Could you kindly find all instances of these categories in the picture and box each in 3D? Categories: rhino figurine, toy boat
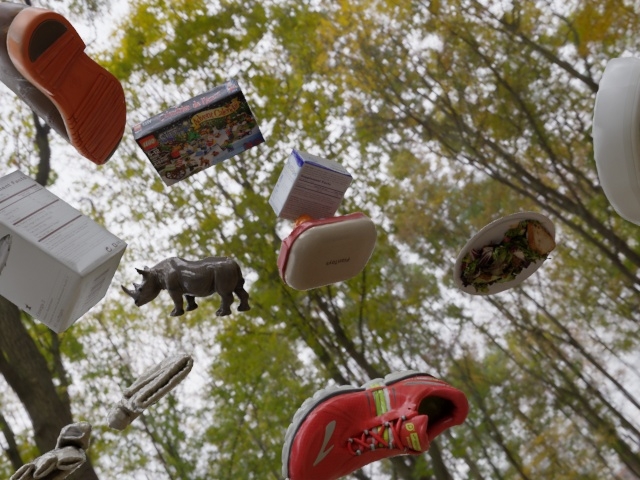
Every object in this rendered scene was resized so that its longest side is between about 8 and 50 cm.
[{"bbox_3d":[-0.252,0.082,1.293,0.073,0.243,0.106,-39,-53,-77],"label":"rhino figurine"},{"bbox_3d":[0.000,0.000,1.434,0.231,0.151,0.151,-11,-49,-37],"label":"toy boat"}]

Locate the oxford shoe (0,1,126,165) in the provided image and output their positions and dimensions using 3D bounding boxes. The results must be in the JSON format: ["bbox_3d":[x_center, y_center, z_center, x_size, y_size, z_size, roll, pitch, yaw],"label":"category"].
[{"bbox_3d":[-0.418,-0.248,1.124,0.130,0.132,0.364,-61,-16,-21],"label":"oxford shoe"}]

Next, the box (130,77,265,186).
[{"bbox_3d":[-0.247,-0.218,1.445,0.233,0.044,0.159,-25,-35,0],"label":"box"}]

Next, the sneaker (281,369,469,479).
[{"bbox_3d":[0.076,0.229,0.873,0.279,0.118,0.107,-17,-76,-37],"label":"sneaker"}]

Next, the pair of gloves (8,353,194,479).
[{"bbox_3d":[-0.241,0.203,0.780,0.240,0.042,0.204,-38,-3,-16],"label":"pair of gloves"}]

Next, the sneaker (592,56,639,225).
[{"bbox_3d":[0.374,-0.057,0.637,0.366,0.150,0.135,28,-111,-41],"label":"sneaker"}]

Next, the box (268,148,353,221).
[{"bbox_3d":[-0.022,-0.109,1.504,0.126,0.072,0.137,14,-65,-31],"label":"box"}]

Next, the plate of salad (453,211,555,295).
[{"bbox_3d":[0.331,0.033,1.245,0.199,0.048,0.200,-13,-45,-13],"label":"plate of salad"}]

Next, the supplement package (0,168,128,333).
[{"bbox_3d":[-0.359,0.012,0.894,0.105,0.179,0.105,-59,-3,31],"label":"supplement package"}]
